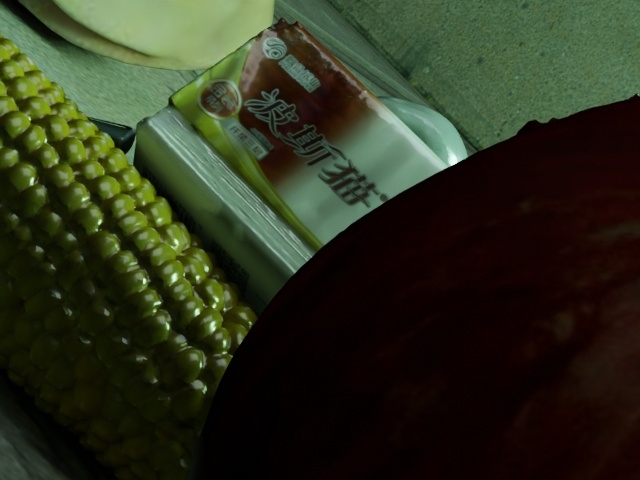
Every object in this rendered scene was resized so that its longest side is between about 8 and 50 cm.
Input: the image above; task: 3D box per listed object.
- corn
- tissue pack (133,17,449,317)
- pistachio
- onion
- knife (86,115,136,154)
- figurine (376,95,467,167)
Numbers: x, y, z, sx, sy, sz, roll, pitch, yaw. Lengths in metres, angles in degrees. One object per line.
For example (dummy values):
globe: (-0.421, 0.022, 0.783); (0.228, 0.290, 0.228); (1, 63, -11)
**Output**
corn: (-0.116, -0.006, 0.748); (0.310, 0.101, 0.101); (43, 10, 6)
tissue pack: (0.000, 0.000, 0.798); (0.148, 0.099, 0.106); (45, -24, 13)
pistachio: (-0.154, -0.249, 1.363); (0.309, 0.230, 0.230); (37, 10, -1)
onion: (0.111, 0.108, 0.584); (0.341, 0.341, 0.341); (40, 10, -9)
knife: (-0.150, -0.055, 0.843); (0.210, 0.015, 0.028); (17, -52, 43)
figurine: (0.051, 0.046, 0.946); (0.338, 0.204, 0.283); (-100, 168, -55)
